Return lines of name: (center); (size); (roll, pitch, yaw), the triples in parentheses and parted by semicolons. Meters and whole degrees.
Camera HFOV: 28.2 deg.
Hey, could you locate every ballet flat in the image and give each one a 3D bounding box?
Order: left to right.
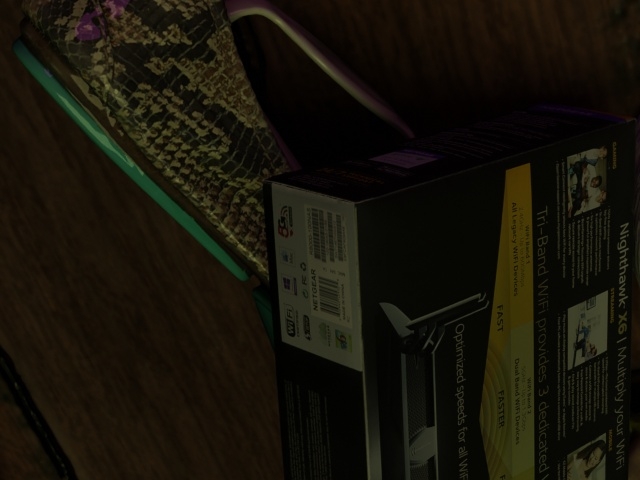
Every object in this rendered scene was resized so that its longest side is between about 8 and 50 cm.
ballet flat: (0.000, 0.000, 0.839); (0.182, 0.164, 0.483); (-36, 118, -6)

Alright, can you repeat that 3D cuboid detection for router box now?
router box: (0.090, 0.088, 0.788); (0.243, 0.081, 0.309); (-17, 112, -38)

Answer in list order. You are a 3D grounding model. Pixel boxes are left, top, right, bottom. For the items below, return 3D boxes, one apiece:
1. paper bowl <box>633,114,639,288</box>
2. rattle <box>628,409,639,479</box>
paper bowl: (0.343, -0.009, 0.812); (0.284, 0.148, 0.284); (0, 124, 0)
rattle: (0.177, 0.174, 0.989); (0.142, 0.130, 0.200); (28, 148, -4)
